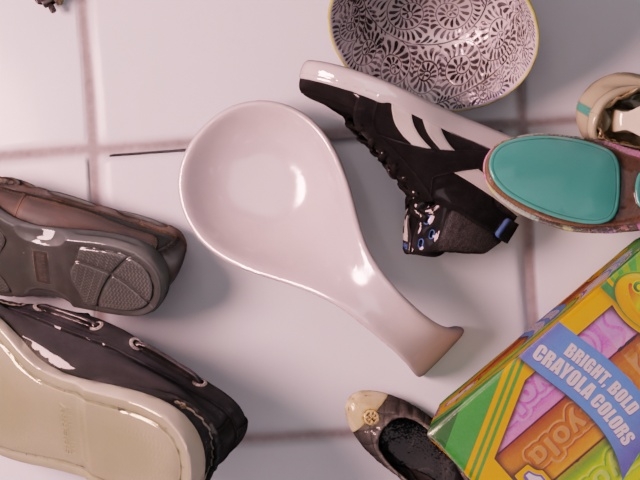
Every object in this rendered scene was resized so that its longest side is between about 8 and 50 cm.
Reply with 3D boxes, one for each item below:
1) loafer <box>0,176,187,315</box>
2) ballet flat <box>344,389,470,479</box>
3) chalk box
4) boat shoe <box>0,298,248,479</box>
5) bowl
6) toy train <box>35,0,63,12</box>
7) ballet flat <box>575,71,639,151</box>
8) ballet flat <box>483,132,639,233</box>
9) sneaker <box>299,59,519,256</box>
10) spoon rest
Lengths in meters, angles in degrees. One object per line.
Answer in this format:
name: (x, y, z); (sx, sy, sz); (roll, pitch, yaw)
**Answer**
loafer: (-0.243, -0.004, 1.306); (0.267, 0.084, 0.096); (16, 123, 12)
ballet flat: (0.090, 0.184, 1.259); (0.173, 0.049, 0.057); (41, 94, 7)
chalk box: (0.249, 0.110, 1.173); (0.289, 0.180, 0.179); (-42, 84, 5)
boat shoe: (-0.204, 0.113, 1.269); (0.340, 0.113, 0.127); (14, 115, 34)
bowl: (0.096, -0.191, 1.232); (0.170, 0.170, 0.080); (8, 48, 8)
toy train: (-0.257, -0.271, 1.327); (0.036, 0.027, 0.158); (-25, 85, -3)
ballet flat: (0.327, -0.090, 1.211); (0.248, 0.086, 0.086); (3, 90, 8)
ballet flat: (0.239, -0.039, 1.200); (0.221, 0.079, 0.077); (4, 83, 10)
sneaker: (0.068, -0.055, 1.228); (0.217, 0.079, 0.121); (22, 93, -9)
spoon rest: (0.000, 0.000, 1.257); (0.276, 0.084, 0.137); (43, 95, 6)
